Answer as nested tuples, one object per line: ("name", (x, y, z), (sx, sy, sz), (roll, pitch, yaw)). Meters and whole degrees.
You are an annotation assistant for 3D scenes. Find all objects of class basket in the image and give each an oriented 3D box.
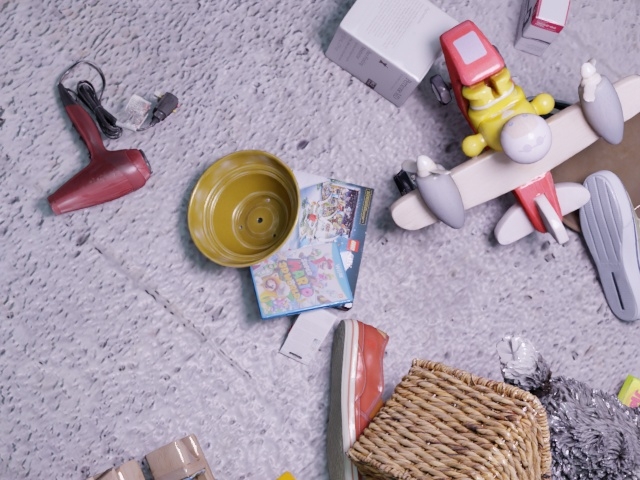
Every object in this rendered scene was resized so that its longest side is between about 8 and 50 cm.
("basket", (0.237, 0.361, 1.666), (0.223, 0.299, 0.213), (-50, 123, -23))

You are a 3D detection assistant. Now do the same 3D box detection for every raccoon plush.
("raccoon plush", (0.487, 0.311, 1.716), (0.299, 0.446, 0.216), (-11, 57, 16))

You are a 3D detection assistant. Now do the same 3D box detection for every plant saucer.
("plant saucer", (0.557, -0.143, 1.962), (0.277, 0.041, 0.278), (-2, 110, -6))

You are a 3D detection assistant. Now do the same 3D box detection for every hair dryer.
("hair dryer", (-0.402, -0.167, 1.838), (0.223, 0.080, 0.294), (19, 69, 10))

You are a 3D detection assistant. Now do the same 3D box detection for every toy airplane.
("toy airplane", (0.348, -0.158, 1.797), (0.384, 0.272, 0.386), (17, 97, -4))

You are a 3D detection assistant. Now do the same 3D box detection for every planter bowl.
("planter bowl", (-0.123, -0.046, 1.826), (0.217, 0.090, 0.217), (-6, 73, 18))

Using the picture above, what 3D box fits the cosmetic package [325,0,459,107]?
("cosmetic package", (0.134, -0.381, 1.930), (0.183, 0.151, 0.151), (35, 75, -1))

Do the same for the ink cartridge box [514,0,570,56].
("ink cartridge box", (0.438, -0.446, 2.004), (0.063, 0.150, 0.109), (15, 76, -4))

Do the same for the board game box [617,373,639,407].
("board game box", (0.639, 0.332, 1.893), (0.181, 0.043, 0.092), (25, 84, 21))

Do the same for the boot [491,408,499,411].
("boot", (0.297, 0.419, 1.836), (0.213, 0.077, 0.165), (-40, 87, -9))

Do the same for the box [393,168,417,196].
("box", (0.168, -0.101, 1.914), (0.018, 0.083, 0.067), (-24, 85, -13))

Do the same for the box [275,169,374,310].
("box", (0.000, 0.000, 1.881), (0.159, 0.044, 0.233), (13, 77, -8))

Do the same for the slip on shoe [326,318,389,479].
("slip on shoe", (0.072, 0.304, 1.800), (0.101, 0.123, 0.332), (8, 72, -13))

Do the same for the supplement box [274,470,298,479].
("supplement box", (-0.123, 0.568, 1.585), (0.356, 0.195, 0.194), (-31, 58, -33))

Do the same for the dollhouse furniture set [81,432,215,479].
("dollhouse furniture set", (-0.367, 0.512, 1.557), (0.394, 0.362, 0.257), (-26, 83, 13))

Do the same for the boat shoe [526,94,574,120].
("boat shoe", (0.512, -0.203, 1.993), (0.319, 0.099, 0.116), (18, 73, -8))

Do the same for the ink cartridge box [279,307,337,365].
("ink cartridge box", (-0.022, 0.164, 1.840), (0.062, 0.029, 0.115), (27, 110, -8))

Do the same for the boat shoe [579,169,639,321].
("boat shoe", (0.577, 0.004, 1.950), (0.094, 0.109, 0.302), (-26, 107, -32))

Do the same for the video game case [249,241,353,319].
("video game case", (-0.036, 0.071, 1.813), (0.166, 0.015, 0.119), (-10, 65, -11))
